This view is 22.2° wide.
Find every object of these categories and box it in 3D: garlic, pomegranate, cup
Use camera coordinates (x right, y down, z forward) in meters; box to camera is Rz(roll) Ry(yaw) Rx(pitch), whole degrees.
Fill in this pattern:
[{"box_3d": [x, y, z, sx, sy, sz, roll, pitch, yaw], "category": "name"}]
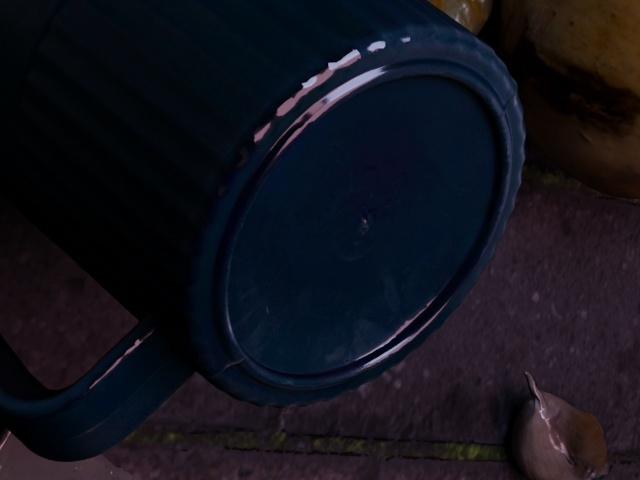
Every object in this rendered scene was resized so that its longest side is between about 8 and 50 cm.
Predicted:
[{"box_3d": [0.204, 0.179, 1.450, 0.152, 0.066, 0.084, 27, 50, -49], "category": "garlic"}, {"box_3d": [0.282, -0.187, 1.297, 0.322, 0.322, 0.322, -10, 105, -44], "category": "pomegranate"}, {"box_3d": [-0.083, -0.064, 0.897, 0.308, 0.292, 0.242, -22, 133, -32], "category": "cup"}]

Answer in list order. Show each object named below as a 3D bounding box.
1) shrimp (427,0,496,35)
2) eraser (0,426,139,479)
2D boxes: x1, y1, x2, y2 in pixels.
[{"box_3d": [0.064, -0.179, 1.226, 0.267, 0.061, 0.145, -54, 132, -30], "category": "shrimp"}, {"box_3d": [-0.129, 0.227, 1.100, 0.352, 0.077, 0.111, 44, 66, -41], "category": "eraser"}]
